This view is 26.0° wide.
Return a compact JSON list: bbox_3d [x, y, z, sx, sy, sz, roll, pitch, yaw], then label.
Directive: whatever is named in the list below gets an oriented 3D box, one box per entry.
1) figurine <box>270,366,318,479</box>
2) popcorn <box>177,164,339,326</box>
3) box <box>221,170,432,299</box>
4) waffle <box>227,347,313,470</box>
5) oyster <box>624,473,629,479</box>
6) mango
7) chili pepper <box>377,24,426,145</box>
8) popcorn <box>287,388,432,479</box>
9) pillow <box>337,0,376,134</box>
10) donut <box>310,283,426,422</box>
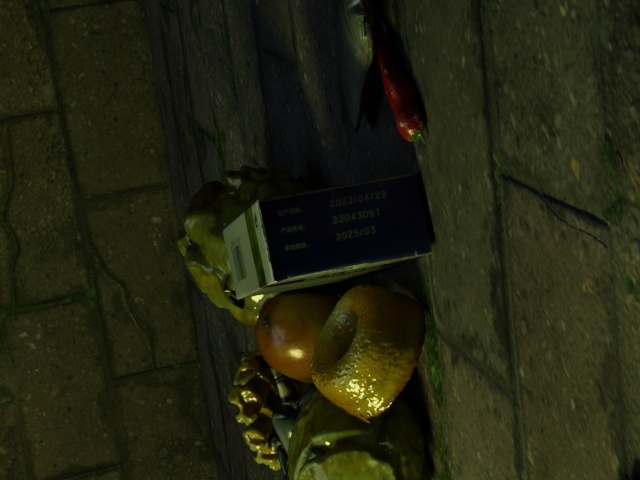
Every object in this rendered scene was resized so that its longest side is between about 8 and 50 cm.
[{"bbox_3d":[0.010,0.309,2.045,0.197,0.175,0.265,-149,41,-65],"label":"figurine"},{"bbox_3d":[-0.087,0.018,2.093,0.286,0.215,0.252,29,130,50],"label":"popcorn"},{"bbox_3d":[0.000,0.000,1.750,0.299,0.200,0.106,156,104,-77],"label":"box"},{"bbox_3d":[-0.055,0.232,2.151,0.056,0.253,0.249,-11,76,34],"label":"waffle"},{"bbox_3d":[0.272,0.295,1.221,0.105,0.056,0.177,-127,33,-45],"label":"oyster"},{"bbox_3d":[-0.007,0.141,1.936,0.221,0.151,0.120,51,-135,-63],"label":"mango"},{"bbox_3d":[0.088,-0.183,1.611,0.045,0.027,0.178,104,154,-62],"label":"chili pepper"},{"bbox_3d":[0.050,0.289,1.844,0.204,0.183,0.221,-55,36,28],"label":"popcorn"},{"bbox_3d":[0.043,-0.232,1.715,0.233,0.038,0.131,96,164,-61],"label":"pillow"},{"bbox_3d":[0.052,0.132,1.754,0.174,0.074,0.190,-58,23,17],"label":"donut"}]
